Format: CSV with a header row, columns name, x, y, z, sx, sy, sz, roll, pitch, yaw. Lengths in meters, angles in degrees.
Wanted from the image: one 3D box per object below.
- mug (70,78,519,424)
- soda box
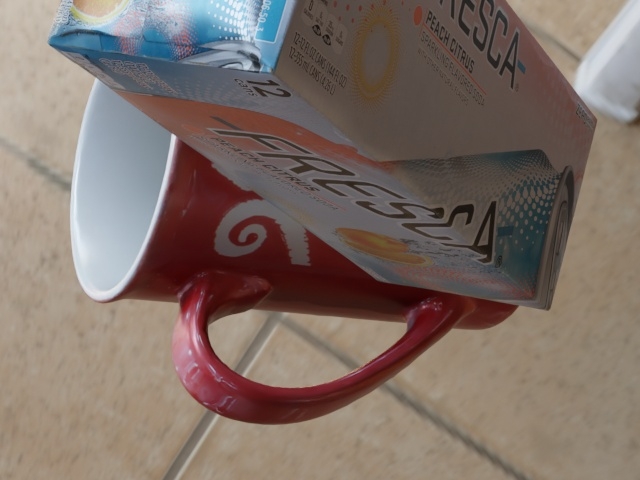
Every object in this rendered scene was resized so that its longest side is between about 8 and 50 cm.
name,x,y,z,sx,sy,sz,roll,pitch,yaw
mug,-0.004,-0.002,0.674,0.169,0.113,0.150,9,85,-26
soda box,0.012,-0.038,0.419,0.058,0.183,0.063,10,78,29
